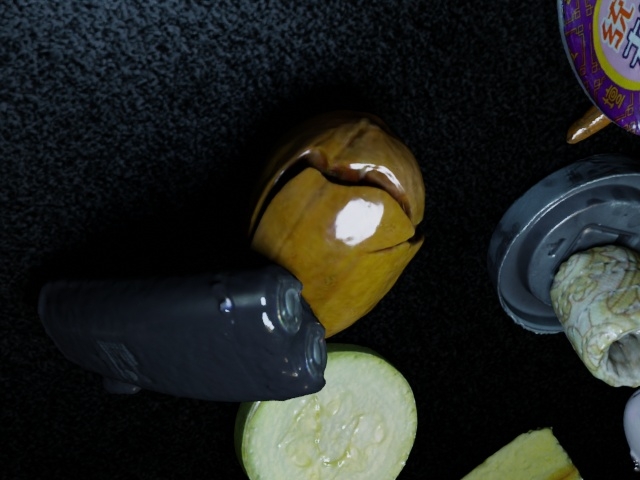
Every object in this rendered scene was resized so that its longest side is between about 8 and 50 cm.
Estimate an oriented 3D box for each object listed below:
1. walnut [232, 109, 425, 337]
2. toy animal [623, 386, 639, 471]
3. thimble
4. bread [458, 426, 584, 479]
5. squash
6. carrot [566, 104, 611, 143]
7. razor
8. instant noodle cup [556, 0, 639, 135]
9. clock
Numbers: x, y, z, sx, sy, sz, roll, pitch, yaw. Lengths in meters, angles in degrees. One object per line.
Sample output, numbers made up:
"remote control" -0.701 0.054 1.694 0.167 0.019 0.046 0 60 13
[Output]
"walnut" 0.000 0.000 1.674 0.209 0.209 0.336 4 139 -27
"toy animal" 0.565 0.258 2.182 0.235 0.165 0.187 -12 132 -11
"thimble" 0.397 0.100 1.899 0.190 0.143 0.137 15 122 -34
"bread" 0.368 0.488 2.265 0.245 0.233 0.361 -38 138 10
"squash" 0.013 0.258 1.960 0.252 0.049 0.252 -5 108 -17
"carrot" 0.374 -0.183 1.784 0.191 0.047 0.047 -38 134 17
"razor" -0.156 0.101 1.640 0.326 0.107 0.189 0 137 32
"instant noodle cup" 0.459 -0.273 1.556 0.266 0.340 0.340 -4 132 -31
"clock" 0.350 0.006 1.934 0.280 0.055 0.281 -12 134 -13
